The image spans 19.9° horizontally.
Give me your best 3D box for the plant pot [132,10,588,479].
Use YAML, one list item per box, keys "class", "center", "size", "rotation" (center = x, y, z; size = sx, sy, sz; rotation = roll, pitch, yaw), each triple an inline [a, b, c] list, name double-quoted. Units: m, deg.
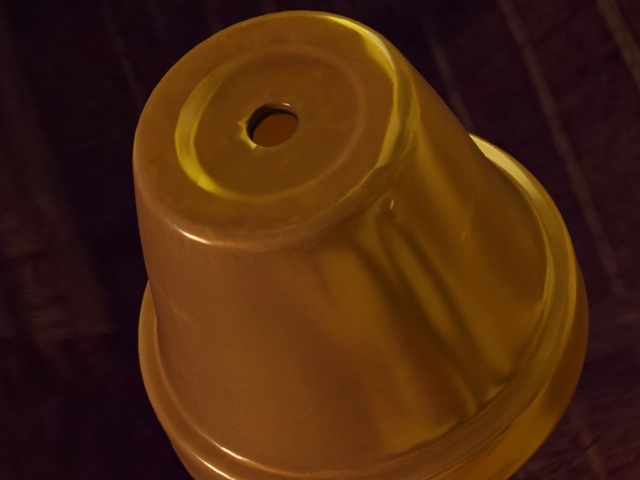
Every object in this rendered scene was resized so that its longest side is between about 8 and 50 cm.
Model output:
- class: "plant pot"
  center: [0.000, 0.000, 0.996]
  size: [0.263, 0.229, 0.263]
  rotation: [-9, -124, 13]
